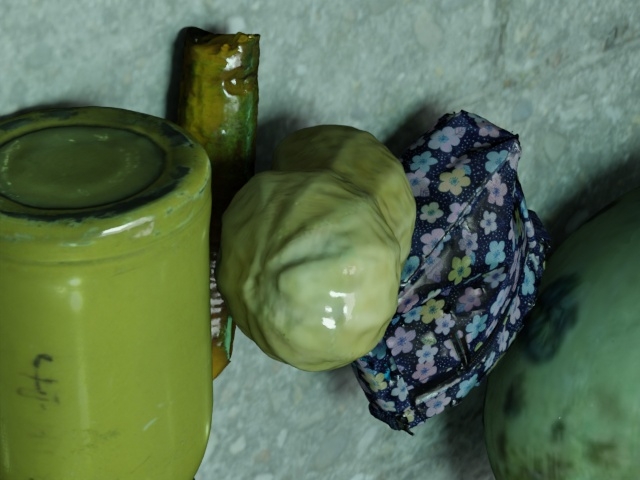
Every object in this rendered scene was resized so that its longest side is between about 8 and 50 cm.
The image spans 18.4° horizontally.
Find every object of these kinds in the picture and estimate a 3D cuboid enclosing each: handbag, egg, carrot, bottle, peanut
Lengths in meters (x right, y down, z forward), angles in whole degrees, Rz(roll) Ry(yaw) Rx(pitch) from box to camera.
[{"bbox_3d":[0.091,0.025,1.550,0.229,0.126,0.208,-50,148,-21],"label":"handbag"},{"bbox_3d":[0.334,0.113,1.697,0.428,0.345,0.345,-20,125,-24],"label":"egg"},{"bbox_3d":[-0.082,-0.024,1.385,0.070,0.070,0.260,-13,119,-43],"label":"carrot"},{"bbox_3d":[-0.153,0.099,1.298,0.171,0.171,0.351,-26,130,-36],"label":"bottle"},{"bbox_3d":[0.000,0.000,1.333,0.290,0.130,0.130,-62,164,-71],"label":"peanut"}]
